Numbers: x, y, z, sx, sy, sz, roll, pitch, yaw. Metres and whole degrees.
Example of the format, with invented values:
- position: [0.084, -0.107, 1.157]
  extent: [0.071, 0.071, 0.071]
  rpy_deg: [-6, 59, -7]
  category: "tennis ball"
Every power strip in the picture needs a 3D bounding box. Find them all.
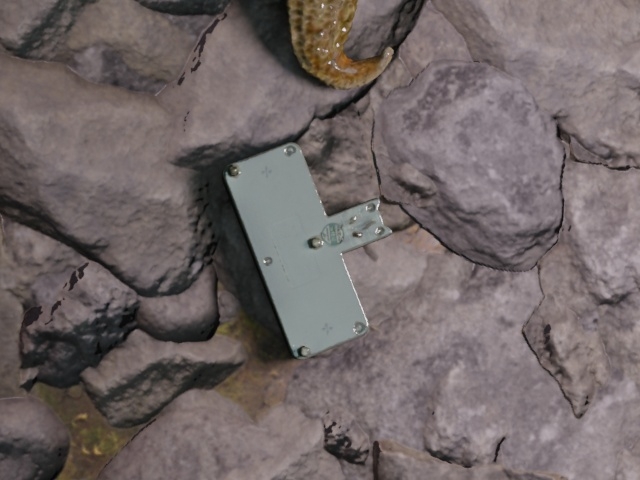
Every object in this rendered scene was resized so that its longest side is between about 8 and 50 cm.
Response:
- position: [0.000, 0.000, 1.279]
  extent: [0.145, 0.061, 0.216]
  rpy_deg: [-22, 91, -9]
  category: "power strip"

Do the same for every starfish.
- position: [0.088, -0.379, 1.252]
  extent: [0.432, 0.082, 0.324]
  rpy_deg: [-48, 120, -4]
  category: "starfish"
